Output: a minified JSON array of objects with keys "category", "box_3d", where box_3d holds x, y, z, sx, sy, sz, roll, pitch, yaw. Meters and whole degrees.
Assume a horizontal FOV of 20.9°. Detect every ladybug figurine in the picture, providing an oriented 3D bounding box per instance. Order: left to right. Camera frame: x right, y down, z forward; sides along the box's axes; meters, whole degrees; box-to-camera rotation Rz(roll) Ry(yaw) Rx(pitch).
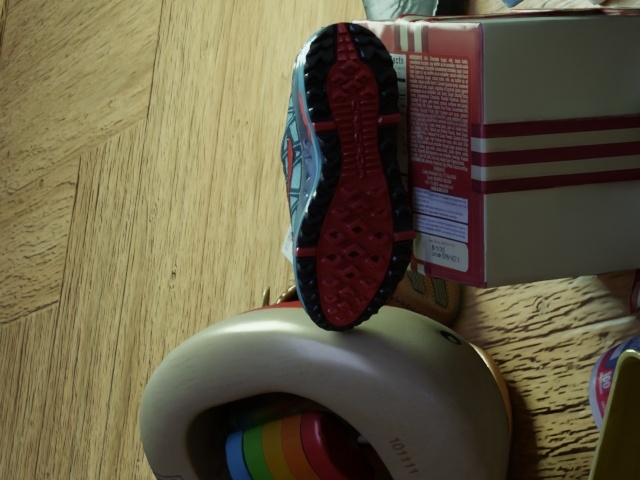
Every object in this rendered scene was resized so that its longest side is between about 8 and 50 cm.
[{"category":"ladybug figurine","box_3d":[0.006,0.179,1.649,0.449,0.305,0.162,-15,24,46]}]

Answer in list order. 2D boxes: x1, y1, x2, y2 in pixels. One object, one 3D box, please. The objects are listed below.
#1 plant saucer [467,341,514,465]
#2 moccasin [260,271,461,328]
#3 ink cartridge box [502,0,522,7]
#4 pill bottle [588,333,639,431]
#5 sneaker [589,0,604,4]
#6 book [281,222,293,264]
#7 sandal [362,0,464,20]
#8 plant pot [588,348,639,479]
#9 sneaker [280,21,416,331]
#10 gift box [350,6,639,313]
[{"category":"plant saucer","box_3d":[0.130,0.199,1.714,0.200,0.037,0.200,-36,46,49]},{"category":"moccasin","box_3d":[-0.008,0.101,1.889,0.380,0.147,0.139,-27,54,54]},{"category":"ink cartridge box","box_3d":[0.278,-0.384,1.406,0.395,0.151,0.270,-42,3,-4]},{"category":"pill bottle","box_3d":[0.307,0.106,1.367,0.180,0.108,0.108,-35,48,50]},{"category":"sneaker","box_3d":[0.267,-0.310,1.688,0.054,0.061,0.152,-3,73,62]},{"category":"book","box_3d":[0.000,0.000,2.047,0.144,0.035,0.096,47,121,58]},{"category":"sandal","box_3d":[0.061,-0.380,2.038,0.167,0.107,0.445,-55,34,33]},{"category":"plant pot","box_3d":[0.318,0.211,1.203,0.212,0.187,0.212,27,107,60]},{"category":"sneaker","box_3d":[0.019,-0.054,1.497,0.125,0.104,0.261,-165,77,-76]},{"category":"gift box","box_3d":[0.185,-0.073,1.530,0.255,0.258,0.276,24,117,59]}]
